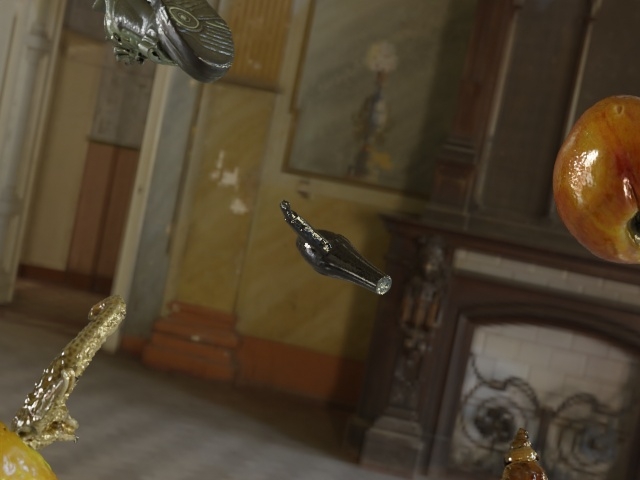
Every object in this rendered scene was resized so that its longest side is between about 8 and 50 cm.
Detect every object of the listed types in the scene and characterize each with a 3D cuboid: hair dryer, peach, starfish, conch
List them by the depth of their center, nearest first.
[{"bbox_3d":[0.297,0.398,1.705,0.086,0.232,0.080,17,-32,15],"label":"conch"},{"bbox_3d":[0.473,-0.102,1.719,0.238,0.280,0.281,-13,-3,14],"label":"peach"},{"bbox_3d":[-0.432,0.291,1.756,0.082,0.432,0.324,26,25,-1],"label":"starfish"},{"bbox_3d":[0.000,0.000,1.794,0.195,0.075,0.219,29,-9,41],"label":"hair dryer"}]

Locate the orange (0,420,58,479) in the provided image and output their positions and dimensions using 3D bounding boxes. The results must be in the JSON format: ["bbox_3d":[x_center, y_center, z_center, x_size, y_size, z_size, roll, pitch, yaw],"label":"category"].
[{"bbox_3d":[-0.432,0.287,1.149,0.335,0.262,0.196,10,13,29],"label":"orange"}]

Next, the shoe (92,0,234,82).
[{"bbox_3d":[-0.228,-0.286,1.579,0.109,0.149,0.293,9,39,-45],"label":"shoe"}]
